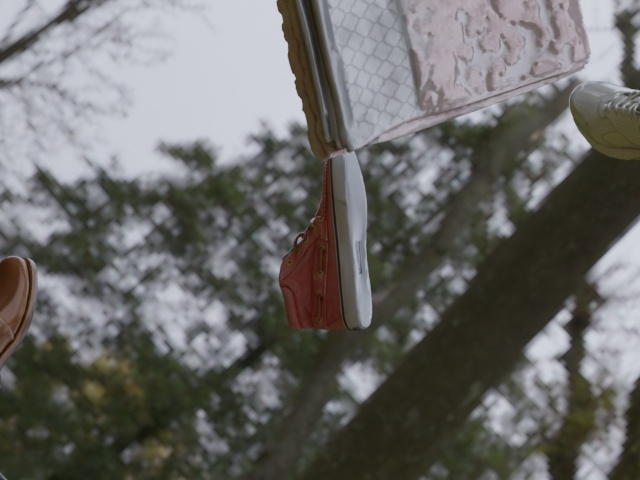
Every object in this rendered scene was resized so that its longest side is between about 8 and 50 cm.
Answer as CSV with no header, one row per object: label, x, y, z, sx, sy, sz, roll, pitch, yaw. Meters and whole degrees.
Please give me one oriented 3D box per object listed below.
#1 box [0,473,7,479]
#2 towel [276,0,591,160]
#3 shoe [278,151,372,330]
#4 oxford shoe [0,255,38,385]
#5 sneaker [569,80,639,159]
box,-0.309,0.263,1.333,0.153,0.108,0.207,43,-48,15
towel,0.089,-0.267,1.471,0.053,0.317,0.332,7,-65,53
shoe,0.000,0.000,1.653,0.063,0.081,0.178,-8,94,-70
oxford shoe,-0.343,0.089,1.712,0.076,0.212,0.076,-24,-54,39
sneaker,0.368,-0.138,1.899,0.232,0.090,0.115,30,-21,38
